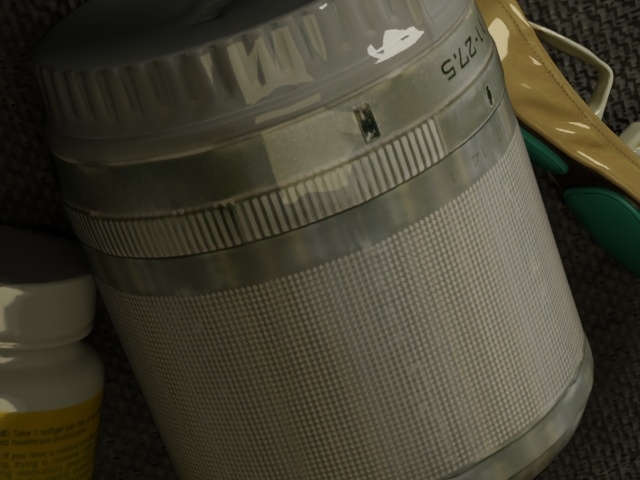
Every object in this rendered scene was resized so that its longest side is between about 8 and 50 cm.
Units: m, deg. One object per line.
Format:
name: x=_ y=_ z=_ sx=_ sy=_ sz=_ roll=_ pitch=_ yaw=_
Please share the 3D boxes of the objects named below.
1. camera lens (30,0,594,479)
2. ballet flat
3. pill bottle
camera lens: x=0.000 y=0.000 z=0.920 sx=0.219 sy=0.219 sz=0.274 roll=-23 pitch=112 yaw=-7
ballet flat: x=0.152 y=-0.053 z=1.025 sx=0.232 sy=0.080 sz=0.073 roll=40 pitch=79 yaw=-24
pill bottle: x=-0.173 y=0.104 z=0.962 sx=0.119 sy=0.119 sz=0.208 roll=4 pitch=107 yaw=-16
